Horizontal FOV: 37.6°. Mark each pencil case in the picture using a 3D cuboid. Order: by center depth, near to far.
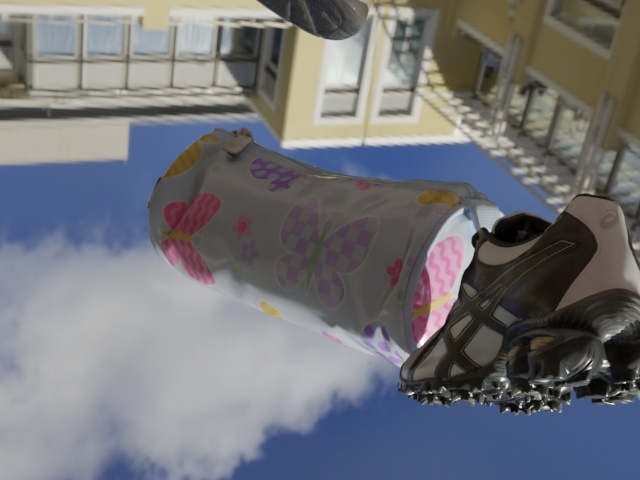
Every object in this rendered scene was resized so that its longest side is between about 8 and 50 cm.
[{"bbox_3d":[0.000,0.000,0.657,0.273,0.124,0.113,19,177,43],"label":"pencil case"}]

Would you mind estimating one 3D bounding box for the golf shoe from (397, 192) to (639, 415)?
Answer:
[{"bbox_3d":[0.098,0.037,0.467,0.077,0.198,0.094,8,-106,-19],"label":"golf shoe"}]

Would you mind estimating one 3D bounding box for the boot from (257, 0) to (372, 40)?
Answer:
[{"bbox_3d":[-0.050,-0.418,0.944,0.377,0.138,0.284,35,-109,-14],"label":"boot"}]
